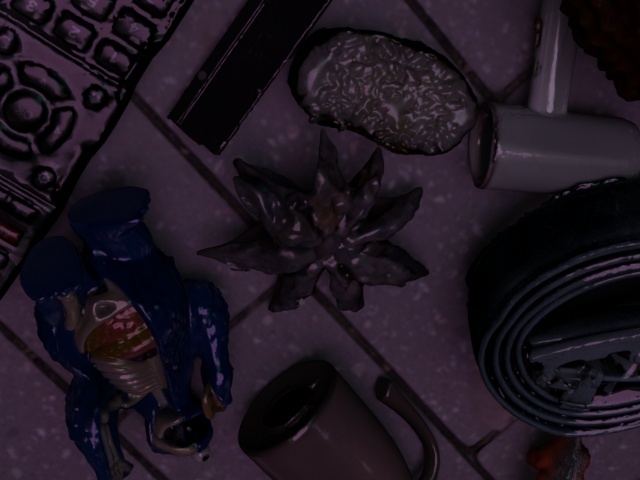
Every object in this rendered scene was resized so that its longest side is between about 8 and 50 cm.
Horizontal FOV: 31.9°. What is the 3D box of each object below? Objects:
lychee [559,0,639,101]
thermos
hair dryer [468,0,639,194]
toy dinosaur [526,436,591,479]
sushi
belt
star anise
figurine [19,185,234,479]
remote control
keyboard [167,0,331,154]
[{"bbox_3d":[0.310,-0.223,0.770,0.306,0.306,0.330,28,59,-14],"label":"lychee"},{"bbox_3d":[0.038,0.194,0.987,0.193,0.105,0.137,48,66,-21],"label":"thermos"},{"bbox_3d":[0.201,-0.155,0.914,0.131,0.073,0.237,4,98,-9],"label":"hair dryer"},{"bbox_3d":[0.207,0.239,1.006,0.055,0.101,0.280,15,85,6],"label":"toy dinosaur"},{"bbox_3d":[0.050,-0.121,0.892,0.150,0.078,0.091,14,99,-9],"label":"sushi"},{"bbox_3d":[0.253,0.056,0.916,0.267,0.116,0.206,-23,124,15],"label":"belt"},{"bbox_3d":[0.000,0.000,0.923,0.180,0.061,0.204,-31,127,12],"label":"star anise"},{"bbox_3d":[-0.157,0.084,0.924,0.164,0.120,0.262,-27,122,-31],"label":"figurine"},{"bbox_3d":[-0.216,-0.133,0.869,0.144,0.062,0.399,33,103,-14],"label":"remote control"},{"bbox_3d":[-0.046,-0.159,0.888,0.060,0.018,0.195,41,102,18],"label":"keyboard"}]
